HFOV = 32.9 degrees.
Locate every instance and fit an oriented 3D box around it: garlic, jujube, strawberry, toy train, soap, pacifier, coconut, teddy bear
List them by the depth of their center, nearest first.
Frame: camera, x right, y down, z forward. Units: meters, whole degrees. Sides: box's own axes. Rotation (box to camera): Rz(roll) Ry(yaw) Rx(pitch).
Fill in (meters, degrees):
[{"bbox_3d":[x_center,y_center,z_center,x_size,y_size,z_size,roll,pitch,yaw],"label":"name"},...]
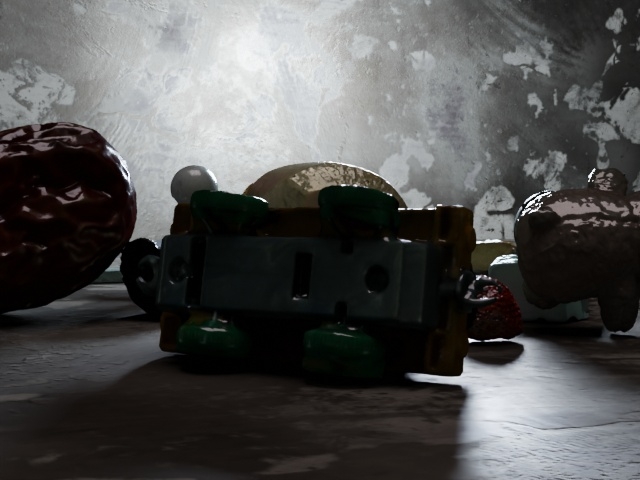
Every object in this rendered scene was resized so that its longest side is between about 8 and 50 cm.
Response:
[{"bbox_3d":[0.001,0.052,1.152,0.429,0.178,0.249,2,-8,29],"label":"toy train"},{"bbox_3d":[0.203,0.087,1.316,0.096,0.083,0.083,35,-13,-25],"label":"strawberry"},{"bbox_3d":[0.388,0.005,1.419,0.267,0.236,0.151,-2,-25,-3],"label":"teddy bear"},{"bbox_3d":[0.005,0.006,1.466,0.239,0.239,0.244,0,5,-12],"label":"coconut"},{"bbox_3d":[-0.450,-0.023,1.522,0.377,0.276,0.276,-13,8,-22],"label":"jujube"},{"bbox_3d":[0.326,0.064,1.610,0.145,0.091,0.230,1,4,12],"label":"soap"},{"bbox_3d":[-0.201,-0.023,1.893,0.287,0.225,0.238,6,21,30],"label":"pacifier"},{"bbox_3d":[0.292,0.039,2.038,0.196,0.087,0.101,-3,-13,31],"label":"garlic"}]

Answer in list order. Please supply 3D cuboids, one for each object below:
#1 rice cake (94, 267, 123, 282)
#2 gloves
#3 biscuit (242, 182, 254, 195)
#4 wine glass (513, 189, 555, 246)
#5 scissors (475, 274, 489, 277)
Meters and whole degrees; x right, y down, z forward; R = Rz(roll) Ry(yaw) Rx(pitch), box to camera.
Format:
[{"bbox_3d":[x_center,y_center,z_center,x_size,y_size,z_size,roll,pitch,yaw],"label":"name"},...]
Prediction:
[{"bbox_3d":[-0.426,0.067,2.078,0.171,0.029,0.033,-2,10,-25],"label":"rice cake"},{"bbox_3d":[-0.218,0.070,1.578,0.129,0.106,0.180,-2,-24,15],"label":"gloves"},{"bbox_3d":[0.000,0.000,1.924,0.312,0.057,0.351,35,-10,-35],"label":"biscuit"},{"bbox_3d":[0.427,-0.013,2.011,0.143,0.143,0.321,1,-10,12],"label":"wine glass"},{"bbox_3d":[0.230,0.084,1.780,0.193,0.029,0.447,2,2,3],"label":"scissors"}]
